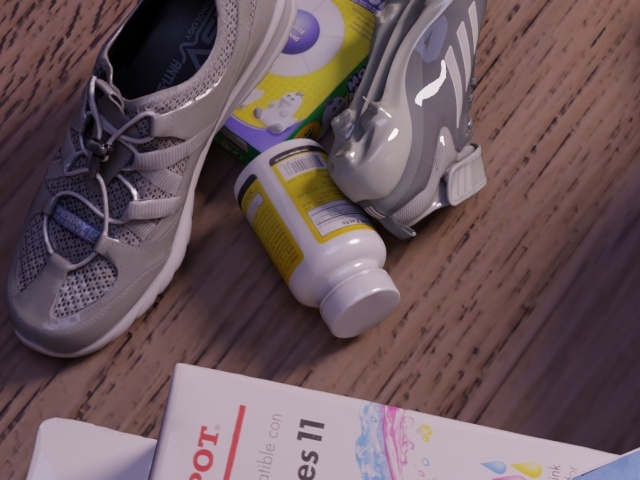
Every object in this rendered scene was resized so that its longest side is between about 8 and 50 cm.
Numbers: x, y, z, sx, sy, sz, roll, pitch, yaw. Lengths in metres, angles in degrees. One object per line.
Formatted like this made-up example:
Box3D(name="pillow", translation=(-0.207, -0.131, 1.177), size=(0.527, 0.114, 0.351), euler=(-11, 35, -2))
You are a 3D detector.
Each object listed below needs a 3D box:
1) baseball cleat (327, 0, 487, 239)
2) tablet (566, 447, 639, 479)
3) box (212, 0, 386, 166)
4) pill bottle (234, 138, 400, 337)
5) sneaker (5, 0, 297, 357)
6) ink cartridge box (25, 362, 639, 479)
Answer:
Box3D(name="baseball cleat", translation=(0.071, -0.095, 1.210), size=(0.072, 0.109, 0.206), euler=(-3, 52, 49))
Box3D(name="tablet", translation=(0.166, 0.148, 0.985), size=(0.054, 0.006, 0.083), euler=(-20, 69, -17))
Box3D(name="box", translation=(-0.010, -0.132, 1.265), size=(0.105, 0.043, 0.179), euler=(36, 70, 21))
Box3D(name="pill bottle", translation=(0.000, 0.000, 1.180), size=(0.065, 0.065, 0.116), euler=(-27, 63, -8))
Box3D(name="sneaker", translation=(-0.122, -0.064, 1.174), size=(0.105, 0.115, 0.281), euler=(25, 88, 21))
Box3D(name="ink cartridge box", translation=(0.001, 0.194, 1.013), size=(0.354, 0.119, 0.207), euler=(11, 63, 0))
